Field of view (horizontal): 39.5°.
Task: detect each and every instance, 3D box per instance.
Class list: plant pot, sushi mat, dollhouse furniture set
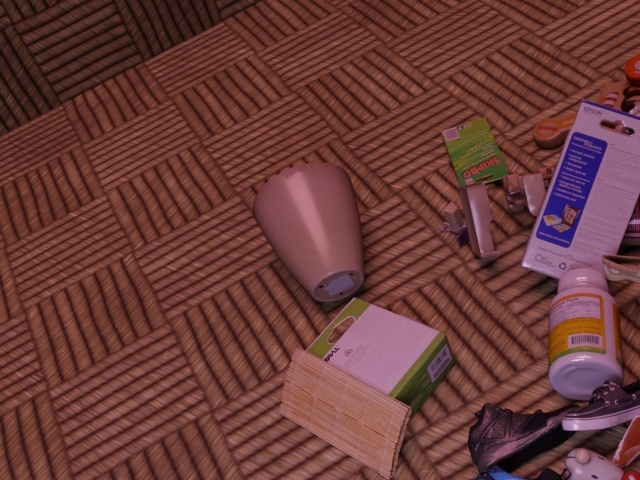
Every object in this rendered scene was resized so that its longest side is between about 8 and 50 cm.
[{"bbox_3d":[0.000,0.000,2.112,0.257,0.256,0.274,-23,57,0],"label":"plant pot"},{"bbox_3d":[0.042,0.343,1.802,0.317,0.019,0.151,23,103,39],"label":"sushi mat"},{"bbox_3d":[0.314,-0.061,2.110,0.081,0.114,0.091,22,60,44],"label":"dollhouse furniture set"},{"bbox_3d":[0.454,-0.067,2.010,0.242,0.160,0.212,-13,5,-1],"label":"dollhouse furniture set"}]

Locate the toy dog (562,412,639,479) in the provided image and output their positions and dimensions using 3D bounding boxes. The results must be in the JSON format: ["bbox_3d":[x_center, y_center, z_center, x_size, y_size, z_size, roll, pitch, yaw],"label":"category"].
[{"bbox_3d":[0.573,0.392,1.469,0.334,0.161,0.220,-10,42,14],"label":"toy dog"}]

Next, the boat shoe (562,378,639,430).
[{"bbox_3d":[0.528,0.287,1.601,0.229,0.076,0.080,-9,-5,-19],"label":"boat shoe"}]

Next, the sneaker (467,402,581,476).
[{"bbox_3d":[0.376,0.341,1.668,0.228,0.087,0.130,-28,47,2],"label":"sneaker"}]

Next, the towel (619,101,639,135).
[{"bbox_3d":[0.842,-0.262,2.024,0.284,0.121,0.235,-42,78,-16],"label":"towel"}]

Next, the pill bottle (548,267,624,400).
[{"bbox_3d":[0.517,0.177,1.743,0.137,0.136,0.245,-5,44,19],"label":"pill bottle"}]

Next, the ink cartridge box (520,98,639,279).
[{"bbox_3d":[0.562,-0.090,1.855,0.176,0.370,0.069,20,9,8],"label":"ink cartridge box"}]

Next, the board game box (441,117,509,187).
[{"bbox_3d":[0.399,-0.219,2.299,0.124,0.039,0.259,-17,38,7],"label":"board game box"}]

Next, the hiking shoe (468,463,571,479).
[{"bbox_3d":[0.283,0.461,1.560,0.304,0.113,0.132,-1,52,14],"label":"hiking shoe"}]

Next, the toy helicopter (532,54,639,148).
[{"bbox_3d":[0.704,-0.294,2.203,0.355,0.140,0.234,-17,49,23],"label":"toy helicopter"}]

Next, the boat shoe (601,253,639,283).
[{"bbox_3d":[0.617,0.049,1.733,0.056,0.048,0.153,-34,18,-27],"label":"boat shoe"}]

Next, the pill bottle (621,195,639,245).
[{"bbox_3d":[0.675,-0.049,1.926,0.221,0.121,0.121,1,46,25],"label":"pill bottle"}]

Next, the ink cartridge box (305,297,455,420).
[{"bbox_3d":[0.123,0.246,1.878,0.255,0.097,0.189,21,57,41],"label":"ink cartridge box"}]
